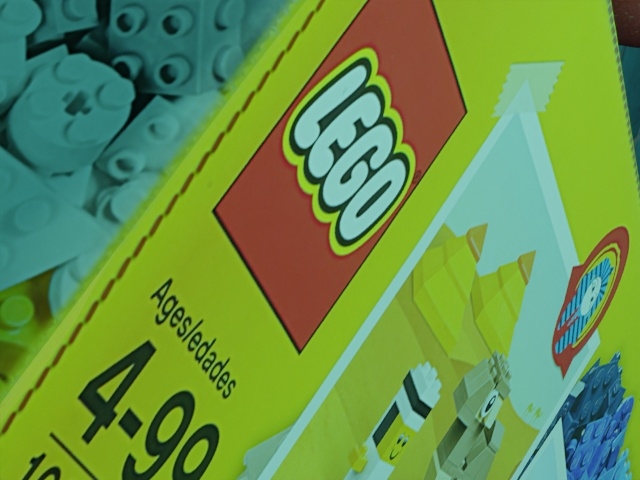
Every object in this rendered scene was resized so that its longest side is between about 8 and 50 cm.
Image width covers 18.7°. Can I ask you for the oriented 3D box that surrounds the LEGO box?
[{"bbox_3d":[-0.076,0.100,0.572,0.372,0.193,0.500,-55,155,-14],"label":"LEGO box"}]

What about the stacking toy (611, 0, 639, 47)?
[{"bbox_3d":[0.270,-0.216,1.121,0.350,0.480,0.350,-57,159,-36],"label":"stacking toy"}]
